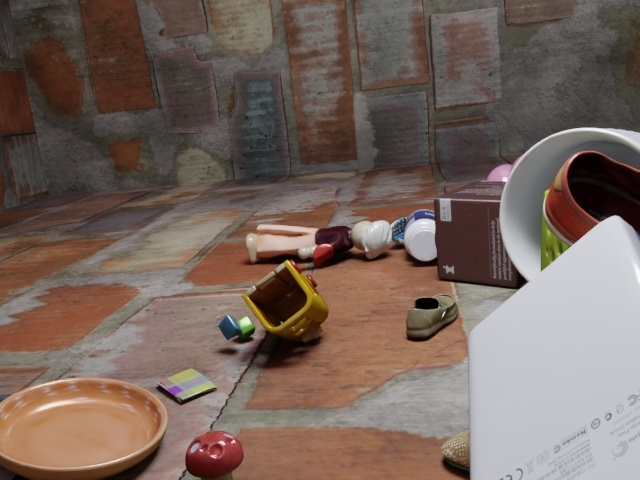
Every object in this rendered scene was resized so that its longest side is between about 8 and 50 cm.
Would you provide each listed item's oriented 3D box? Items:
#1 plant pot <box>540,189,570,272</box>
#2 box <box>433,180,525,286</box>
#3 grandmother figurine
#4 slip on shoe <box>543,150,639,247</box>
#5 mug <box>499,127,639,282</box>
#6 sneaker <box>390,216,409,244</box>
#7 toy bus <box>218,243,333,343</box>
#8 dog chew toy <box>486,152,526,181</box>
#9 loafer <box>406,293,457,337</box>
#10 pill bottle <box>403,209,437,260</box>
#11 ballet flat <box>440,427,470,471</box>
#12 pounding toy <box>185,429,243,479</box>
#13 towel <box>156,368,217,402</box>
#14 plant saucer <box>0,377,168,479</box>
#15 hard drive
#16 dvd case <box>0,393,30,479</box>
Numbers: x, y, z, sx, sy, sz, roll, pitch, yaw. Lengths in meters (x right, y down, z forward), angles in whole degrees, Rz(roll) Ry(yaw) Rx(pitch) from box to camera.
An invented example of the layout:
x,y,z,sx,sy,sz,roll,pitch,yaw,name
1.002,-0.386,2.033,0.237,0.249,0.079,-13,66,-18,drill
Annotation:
x,y,z,sx,sy,sz,roll,pitch,yaw,name
0.407,0.061,0.791,0.227,0.228,0.207,-2,20,14,plant pot
0.349,-0.021,1.249,0.167,0.168,0.203,6,18,38,box
0.000,0.000,1.476,0.342,0.104,0.208,-5,22,18,grandmother figurine
0.369,0.011,0.615,0.123,0.101,0.331,-42,54,-13,slip on shoe
0.545,-0.029,1.038,0.328,0.276,0.374,-6,26,-43,mug
0.208,-0.024,1.568,0.083,0.071,0.190,-4,4,35,sneaker
-0.041,0.112,1.007,0.202,0.191,0.104,-19,62,-39,toy bus
0.593,-0.151,1.650,0.331,0.207,0.206,-7,11,34,dog chew toy
0.184,0.113,1.020,0.056,0.050,0.148,2,16,30,loafer
0.235,-0.009,1.408,0.094,0.094,0.169,-4,14,9,pill bottle
0.221,0.198,0.618,0.206,0.067,0.073,-1,17,23,ballet flat
-0.131,0.238,0.522,0.236,0.110,0.183,-8,13,-9,pounding toy
-0.191,0.206,0.892,0.060,0.009,0.083,-15,17,-36,towel
-0.282,0.223,0.733,0.200,0.037,0.200,8,14,-2,plant saucer
0.207,0.131,0.521,0.040,0.210,0.319,36,31,-9,hard drive
-0.411,0.252,0.761,0.179,0.030,0.239,-5,14,4,dvd case
